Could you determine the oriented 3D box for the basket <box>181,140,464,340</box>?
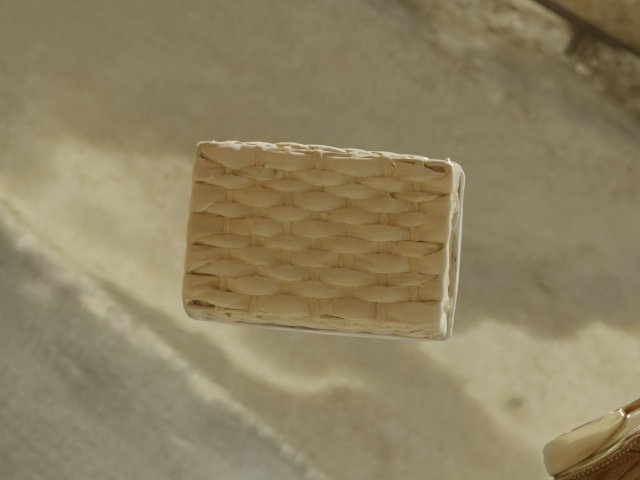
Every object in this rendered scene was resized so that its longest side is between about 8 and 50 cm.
[{"bbox_3d":[0.000,0.000,1.118,0.167,0.113,0.103,5,-1,4],"label":"basket"}]

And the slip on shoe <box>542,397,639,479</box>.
[{"bbox_3d":[0.132,0.068,0.656,0.051,0.135,0.041,1,64,-42],"label":"slip on shoe"}]
